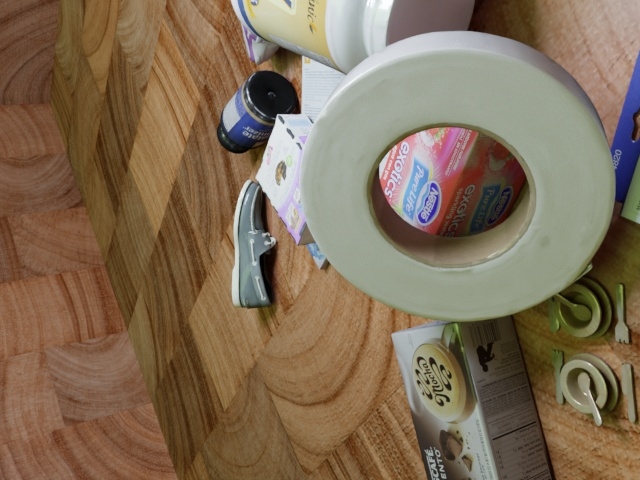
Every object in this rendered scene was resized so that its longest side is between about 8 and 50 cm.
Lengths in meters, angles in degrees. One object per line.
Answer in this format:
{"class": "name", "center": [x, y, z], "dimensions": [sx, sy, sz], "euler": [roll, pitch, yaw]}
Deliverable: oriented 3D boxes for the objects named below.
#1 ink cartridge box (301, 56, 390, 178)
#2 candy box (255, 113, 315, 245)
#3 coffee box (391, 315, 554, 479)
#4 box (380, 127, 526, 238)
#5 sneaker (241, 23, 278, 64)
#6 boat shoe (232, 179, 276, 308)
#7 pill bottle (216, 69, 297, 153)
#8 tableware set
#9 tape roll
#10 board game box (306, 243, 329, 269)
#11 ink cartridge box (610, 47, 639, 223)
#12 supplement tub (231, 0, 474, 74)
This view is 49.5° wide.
{"class": "ink cartridge box", "center": [0.073, -0.224, 1.263], "dimensions": [0.324, 0.071, 0.330], "euler": [20, 112, 54]}
{"class": "candy box", "center": [-0.036, -0.119, 1.327], "dimensions": [0.196, 0.070, 0.165], "euler": [57, 140, 33]}
{"class": "coffee box", "center": [0.237, 0.270, 1.088], "dimensions": [0.168, 0.119, 0.297], "euler": [-21, 80, 57]}
{"class": "box", "center": [0.194, -0.088, 1.028], "dimensions": [0.142, 0.154, 0.300], "euler": [50, 136, 37]}
{"class": "sneaker", "center": [-0.082, -0.436, 1.419], "dimensions": [0.305, 0.152, 0.114], "euler": [-150, 45, -79]}
{"class": "boat shoe", "center": [-0.152, 0.013, 1.692], "dimensions": [0.099, 0.116, 0.319], "euler": [7, 100, 13]}
{"class": "pill bottle", "center": [-0.151, -0.278, 1.551], "dimensions": [0.219, 0.123, 0.123], "euler": [-31, 72, 57]}
{"class": "tableware set", "center": [0.353, 0.147, 0.944], "dimensions": [0.128, 0.039, 0.194], "euler": [0, 99, 58]}
{"class": "tape roll", "center": [0.167, -0.066, 0.882], "dimensions": [0.072, 0.392, 0.392], "euler": [-69, -4, -54]}
{"class": "board game box", "center": [0.000, 0.000, 1.485], "dimensions": [0.090, 0.020, 0.090], "euler": [60, 144, 29]}
{"class": "ink cartridge box", "center": [0.415, -0.111, 0.768], "dimensions": [0.224, 0.045, 0.223], "euler": [37, 129, 48]}
{"class": "supplement tub", "center": [0.042, -0.366, 1.013], "dimensions": [0.316, 0.228, 0.228], "euler": [32, 126, 34]}
